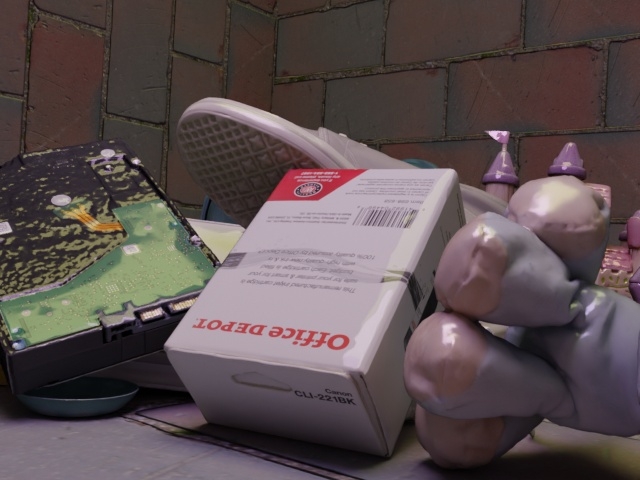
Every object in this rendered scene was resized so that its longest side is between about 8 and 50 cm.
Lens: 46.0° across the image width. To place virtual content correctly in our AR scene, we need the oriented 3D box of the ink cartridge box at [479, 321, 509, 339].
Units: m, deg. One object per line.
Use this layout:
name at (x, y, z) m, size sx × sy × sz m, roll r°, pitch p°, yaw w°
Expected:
ink cartridge box at (0.153, 0.139, 0.923) m, size 0.171 × 0.100 × 0.237 m, roll 3°, pitch -2°, yaw 27°

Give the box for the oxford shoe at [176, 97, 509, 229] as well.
oxford shoe at (0.042, -0.052, 0.909) m, size 0.449 × 0.130 × 0.169 m, roll 23°, pitch -43°, yaw -3°

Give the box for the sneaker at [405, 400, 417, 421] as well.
sneaker at (0.037, 0.133, 0.801) m, size 0.083 × 0.071 × 0.191 m, roll 24°, pitch 16°, yaw -46°

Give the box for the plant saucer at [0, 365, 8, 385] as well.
plant saucer at (-0.251, 0.129, 1.015) m, size 0.332 × 0.081 × 0.333 m, roll 3°, pitch 0°, yaw -10°

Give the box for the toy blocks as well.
toy blocks at (0.354, -0.015, 1.051) m, size 0.288 × 0.260 × 0.309 m, roll 10°, pitch -3°, yaw 13°

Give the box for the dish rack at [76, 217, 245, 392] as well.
dish rack at (-0.173, 0.054, 0.908) m, size 0.332 × 0.072 × 0.286 m, roll 6°, pitch 37°, yaw -3°

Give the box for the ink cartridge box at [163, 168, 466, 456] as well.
ink cartridge box at (0.011, 0.052, 0.723) m, size 0.196 × 0.114 × 0.273 m, roll 3°, pitch 40°, yaw 28°

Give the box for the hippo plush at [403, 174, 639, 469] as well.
hippo plush at (0.220, 0.117, 0.563) m, size 0.236 × 0.234 × 0.294 m, roll 27°, pitch -26°, yaw 46°

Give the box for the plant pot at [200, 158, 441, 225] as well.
plant pot at (0.000, 0.000, 1.238) m, size 0.334 × 0.341 × 0.341 m, roll 10°, pitch -4°, yaw -33°

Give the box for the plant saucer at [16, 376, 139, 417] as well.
plant saucer at (-0.241, 0.155, 0.743) m, size 0.119 × 0.021 × 0.119 m, roll 4°, pitch -1°, yaw 0°

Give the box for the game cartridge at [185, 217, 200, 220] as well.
game cartridge at (-0.289, 0.060, 1.380) m, size 0.323 × 0.053 × 0.285 m, roll 3°, pitch 42°, yaw 32°

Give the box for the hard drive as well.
hard drive at (-0.270, 0.005, 0.837) m, size 0.236 × 0.064 × 0.339 m, roll -16°, pitch 42°, yaw -30°
